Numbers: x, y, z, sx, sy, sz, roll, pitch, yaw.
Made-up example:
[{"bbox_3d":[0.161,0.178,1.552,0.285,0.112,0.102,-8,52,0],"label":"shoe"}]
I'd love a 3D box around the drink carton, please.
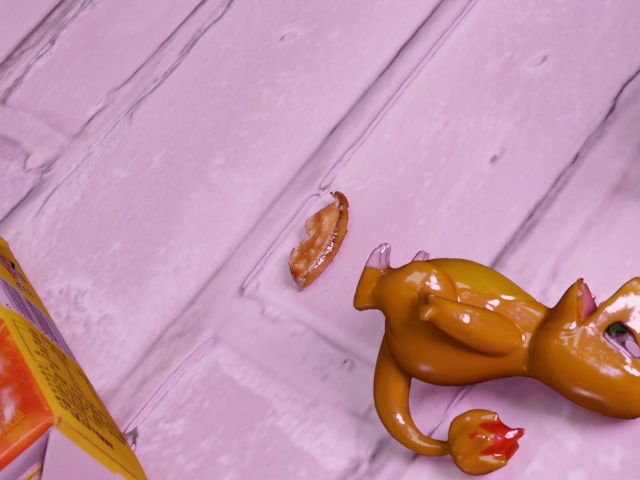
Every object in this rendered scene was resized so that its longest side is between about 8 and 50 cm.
[{"bbox_3d":[-0.271,0.101,0.796,0.154,0.111,0.351,-41,42,-5],"label":"drink carton"}]

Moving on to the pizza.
[{"bbox_3d":[0.000,0.000,0.775,0.037,0.016,0.083,6,61,36],"label":"pizza"}]

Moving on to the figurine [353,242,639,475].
[{"bbox_3d":[0.103,0.071,0.599,0.176,0.121,0.122,8,86,28],"label":"figurine"}]
